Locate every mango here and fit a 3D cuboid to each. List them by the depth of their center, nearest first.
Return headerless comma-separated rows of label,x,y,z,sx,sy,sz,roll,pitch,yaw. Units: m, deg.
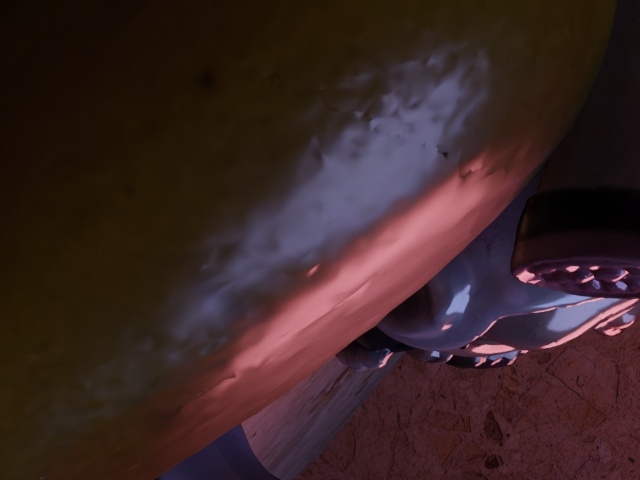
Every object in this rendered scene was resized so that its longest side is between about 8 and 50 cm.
mango,-0.051,-0.019,0.456,0.365,0.182,0.253,-48,172,-9

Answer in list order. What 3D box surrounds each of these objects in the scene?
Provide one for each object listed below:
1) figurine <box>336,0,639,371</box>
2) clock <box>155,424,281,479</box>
figurine,0.121,-0.053,0.683,0.253,0.211,0.361,-9,170,-29
clock,-0.100,0.126,0.642,0.189,0.254,0.189,-41,167,-11
